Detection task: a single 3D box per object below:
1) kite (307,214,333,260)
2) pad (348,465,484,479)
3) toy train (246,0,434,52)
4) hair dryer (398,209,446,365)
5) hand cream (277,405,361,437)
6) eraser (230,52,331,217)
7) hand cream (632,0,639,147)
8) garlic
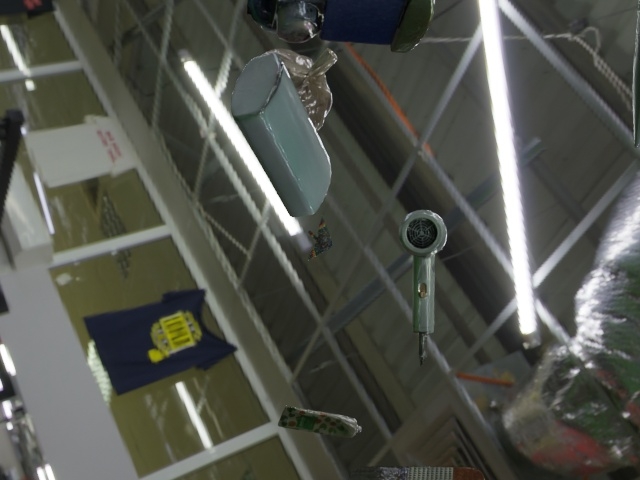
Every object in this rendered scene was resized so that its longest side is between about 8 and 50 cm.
[{"bbox_3d":[0.000,0.000,1.976,0.004,0.090,0.122,5,-110,52],"label":"kite"},{"bbox_3d":[0.147,0.488,1.304,0.323,0.250,0.055,-52,137,-70],"label":"pad"},{"bbox_3d":[0.019,-0.352,0.882,0.131,0.202,0.299,117,-28,-69],"label":"toy train"},{"bbox_3d":[0.237,0.110,1.782,0.173,0.108,0.357,-3,91,-79],"label":"hair dryer"},{"bbox_3d":[0.002,0.356,1.521,0.037,0.165,0.057,-102,-151,-56],"label":"hand cream"},{"bbox_3d":[-0.072,-0.210,1.585,0.189,0.104,0.290,-82,154,-42],"label":"eraser"},{"bbox_3d":[0.527,-0.267,1.249,0.048,0.079,0.255,30,-34,44],"label":"hand cream"},{"bbox_3d":[-0.041,-0.354,1.764,0.212,0.219,0.218,-28,-100,40],"label":"garlic"}]
